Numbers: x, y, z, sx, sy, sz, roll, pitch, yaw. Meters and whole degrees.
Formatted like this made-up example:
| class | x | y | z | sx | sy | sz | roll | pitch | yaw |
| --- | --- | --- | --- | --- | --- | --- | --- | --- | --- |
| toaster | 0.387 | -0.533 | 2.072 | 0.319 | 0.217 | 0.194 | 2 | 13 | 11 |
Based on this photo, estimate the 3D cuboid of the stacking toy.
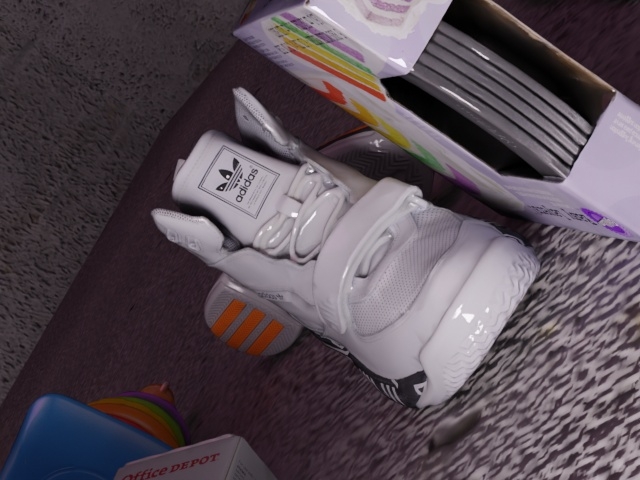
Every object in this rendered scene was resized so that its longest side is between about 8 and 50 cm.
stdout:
| class | x | y | z | sx | sy | sz | roll | pitch | yaw |
| --- | --- | --- | --- | --- | --- | --- | --- | --- | --- |
| stacking toy | -0.188 | 0.207 | 1.311 | 0.175 | 0.165 | 0.302 | -64 | -1 | 14 |

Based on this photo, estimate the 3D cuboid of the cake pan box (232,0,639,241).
| class | x | y | z | sx | sy | sz | roll | pitch | yaw |
| --- | --- | --- | --- | --- | --- | --- | --- | --- | --- |
| cake pan box | 0.079 | -0.094 | 0.836 | 0.070 | 0.245 | 0.267 | -60 | 15 | -2 |

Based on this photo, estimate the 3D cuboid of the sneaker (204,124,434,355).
| class | x | y | z | sx | sy | sz | roll | pitch | yaw |
| --- | --- | --- | --- | --- | --- | --- | --- | --- | --- |
| sneaker | 0.002 | -0.041 | 1.241 | 0.321 | 0.124 | 0.180 | -43 | 19 | 43 |

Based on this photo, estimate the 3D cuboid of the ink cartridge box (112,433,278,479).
| class | x | y | z | sx | sy | sz | roll | pitch | yaw |
| --- | --- | --- | --- | --- | --- | --- | --- | --- | --- |
| ink cartridge box | -0.110 | 0.239 | 0.986 | 0.127 | 0.072 | 0.175 | -20 | 31 | 31 |

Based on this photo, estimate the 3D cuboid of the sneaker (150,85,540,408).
| class | x | y | z | sx | sy | sz | roll | pitch | yaw |
| --- | --- | --- | --- | --- | --- | --- | --- | --- | --- |
| sneaker | 0.000 | 0.000 | 0.956 | 0.137 | 0.210 | 0.366 | -57 | 13 | -6 |
